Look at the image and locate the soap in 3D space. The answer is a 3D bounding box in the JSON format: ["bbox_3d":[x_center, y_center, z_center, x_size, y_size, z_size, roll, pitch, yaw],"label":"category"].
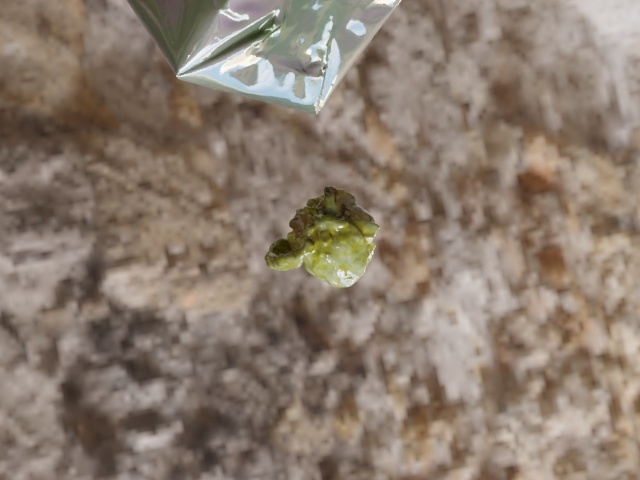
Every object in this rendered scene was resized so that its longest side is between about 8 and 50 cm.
[{"bbox_3d":[-0.037,-0.213,1.053,0.138,0.199,0.182,12,124,-43],"label":"soap"}]

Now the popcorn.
[{"bbox_3d":[0.000,0.002,1.119,0.083,0.068,0.059,-19,160,3],"label":"popcorn"}]
